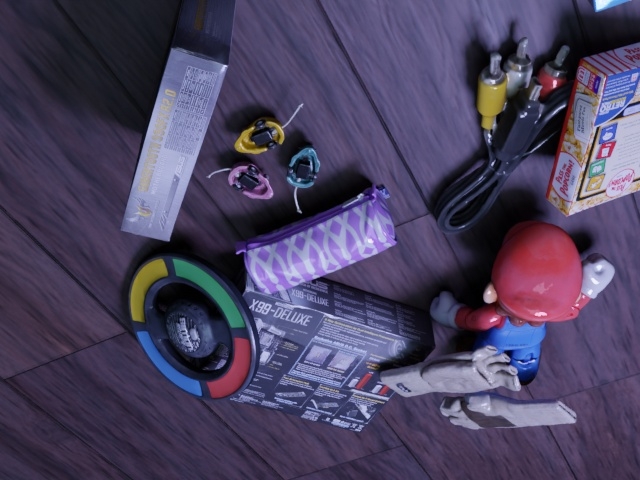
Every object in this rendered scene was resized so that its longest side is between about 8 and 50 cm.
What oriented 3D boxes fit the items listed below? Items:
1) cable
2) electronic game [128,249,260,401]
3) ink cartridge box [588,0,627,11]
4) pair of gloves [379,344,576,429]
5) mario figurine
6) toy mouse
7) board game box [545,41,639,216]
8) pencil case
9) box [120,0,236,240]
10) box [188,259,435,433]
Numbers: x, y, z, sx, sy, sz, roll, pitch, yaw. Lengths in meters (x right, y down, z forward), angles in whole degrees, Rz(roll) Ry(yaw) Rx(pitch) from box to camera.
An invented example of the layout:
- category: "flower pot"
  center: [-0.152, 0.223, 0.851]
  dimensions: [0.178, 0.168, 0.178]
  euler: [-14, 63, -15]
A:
- category: "cable"
  center: [0.227, -0.122, 0.947]
  dimensions: [0.140, 0.072, 0.287]
  euler: [-8, 146, -18]
- category: "electronic game"
  center: [-0.180, 0.121, 1.065]
  dimensions: [0.229, 0.048, 0.229]
  euler: [14, 117, 28]
- category: "ink cartridge box"
  center: [0.348, -0.314, 0.755]
  dimensions: [0.181, 0.061, 0.104]
  euler: [-16, 129, 13]
- category: "pair of gloves"
  center: [0.234, 0.223, 1.125]
  dimensions: [0.240, 0.042, 0.204]
  euler: [34, 145, -31]
- category: "mario figurine"
  center: [0.284, 0.076, 1.091]
  dimensions: [0.198, 0.170, 0.320]
  euler: [-30, 149, -24]
- category: "toy mouse"
  center: [-0.057, -0.092, 0.958]
  dimensions: [0.161, 0.031, 0.143]
  euler: [-23, 128, 18]
- category: "board game box"
  center: [0.352, -0.133, 0.893]
  dimensions: [0.147, 0.045, 0.193]
  euler: [-18, 134, -19]
- category: "pencil case"
  center: [0.000, 0.000, 0.997]
  dimensions: [0.206, 0.086, 0.088]
  euler: [-25, 136, 14]
- category: "box"
  center: [-0.150, -0.143, 0.809]
  dimensions: [0.056, 0.183, 0.231]
  euler: [15, 130, -15]
- category: "box"
  center: [-0.020, 0.168, 1.162]
  dimensions: [0.308, 0.076, 0.242]
  euler: [18, 128, -18]
